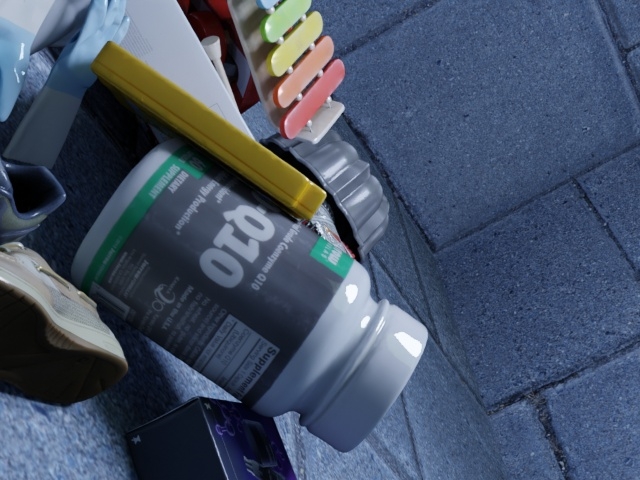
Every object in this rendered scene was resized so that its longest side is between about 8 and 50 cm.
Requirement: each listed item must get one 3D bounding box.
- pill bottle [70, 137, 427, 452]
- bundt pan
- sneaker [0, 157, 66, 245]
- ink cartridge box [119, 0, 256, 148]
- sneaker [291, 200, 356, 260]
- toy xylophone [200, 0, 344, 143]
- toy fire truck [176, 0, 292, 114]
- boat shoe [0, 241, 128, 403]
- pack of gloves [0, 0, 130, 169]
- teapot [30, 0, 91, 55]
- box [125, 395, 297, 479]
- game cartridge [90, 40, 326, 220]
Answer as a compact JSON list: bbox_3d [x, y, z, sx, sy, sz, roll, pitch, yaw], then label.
[{"bbox_3d":[-0.075,0.065,1.021,0.361,0.204,0.204,35,15,-2],"label":"pill bottle"},{"bbox_3d":[0.018,-0.106,1.875,0.331,0.124,0.331,45,-18,19],"label":"bundt pan"},{"bbox_3d":[-0.327,-0.048,0.744,0.111,0.121,0.300,63,13,10],"label":"sneaker"},{"bbox_3d":[-0.229,-0.222,1.398,0.309,0.130,0.272,60,-9,-4],"label":"ink cartridge box"},{"bbox_3d":[0.000,0.000,1.732,0.225,0.088,0.093,54,19,-21],"label":"sneaker"},{"bbox_3d":[-0.067,-0.288,1.435,0.236,0.081,0.322,-60,142,-32],"label":"toy xylophone"},{"bbox_3d":[-0.193,-0.341,1.608,0.302,0.169,0.254,55,-35,23],"label":"toy fire truck"},{"bbox_3d":[-0.272,0.057,0.788,0.098,0.109,0.302,62,6,28],"label":"boat shoe"},{"bbox_3d":[-0.289,-0.186,0.976,0.046,0.232,0.195,32,7,24],"label":"pack of gloves"},{"bbox_3d":[-0.363,-0.329,1.066,0.252,0.187,0.256,64,-3,-17],"label":"teapot"},{"bbox_3d":[-0.085,0.310,0.978,0.184,0.103,0.261,27,36,-64],"label":"box"},{"bbox_3d":[-0.135,-0.122,1.111,0.285,0.052,0.324,35,0,-8],"label":"game cartridge"}]
